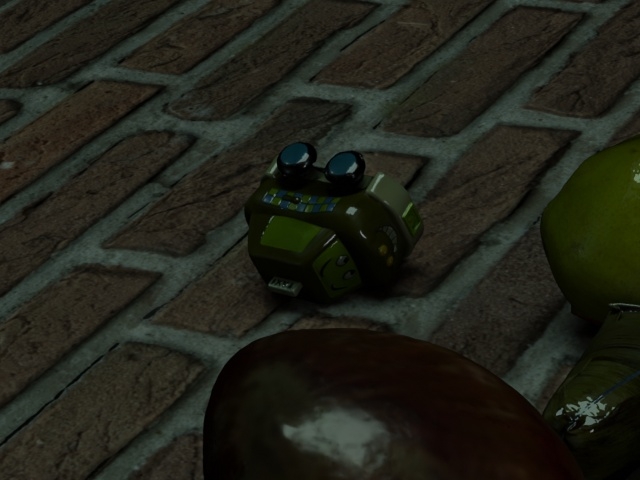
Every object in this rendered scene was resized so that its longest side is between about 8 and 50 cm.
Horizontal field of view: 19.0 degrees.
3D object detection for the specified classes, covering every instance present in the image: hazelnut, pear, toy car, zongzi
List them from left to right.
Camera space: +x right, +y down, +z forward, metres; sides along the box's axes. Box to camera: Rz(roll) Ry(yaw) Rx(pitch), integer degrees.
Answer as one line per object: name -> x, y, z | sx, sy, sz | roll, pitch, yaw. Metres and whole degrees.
toy car -> 0.000, 0.000, 2.690 | 0.248, 0.204, 0.198 | 11, 56, 34
hazelnut -> 0.056, 0.264, 1.916 | 0.353, 0.421, 0.421 | -49, 22, 17
zongzi -> 0.426, 0.209, 2.212 | 0.300, 0.138, 0.286 | 22, 37, 17
pear -> 0.470, 0.009, 2.439 | 0.375, 0.287, 0.287 | 24, 38, 20
